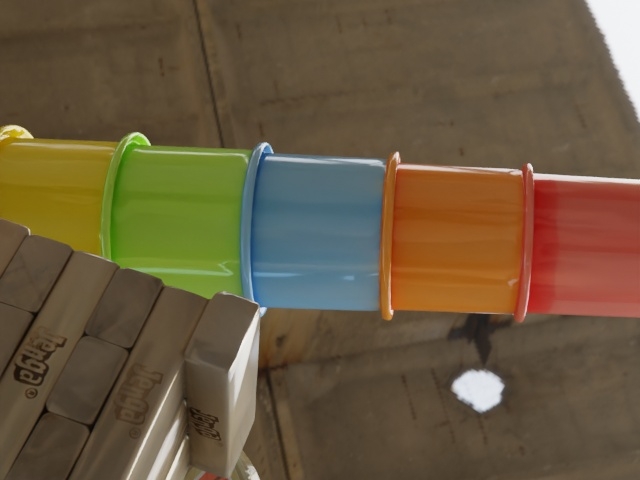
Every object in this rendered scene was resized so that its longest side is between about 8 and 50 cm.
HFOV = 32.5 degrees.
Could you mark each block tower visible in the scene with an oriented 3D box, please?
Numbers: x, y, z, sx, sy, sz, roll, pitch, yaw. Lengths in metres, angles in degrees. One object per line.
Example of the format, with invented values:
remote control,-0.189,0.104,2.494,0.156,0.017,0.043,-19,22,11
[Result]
block tower,-0.194,0.026,0.394,0.336,0.091,0.097,18,-123,7

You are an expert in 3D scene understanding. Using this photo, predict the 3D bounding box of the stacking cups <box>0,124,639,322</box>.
stacking cups,0.000,0.000,0.514,0.316,0.096,0.096,4,-125,9

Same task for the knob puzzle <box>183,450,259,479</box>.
knob puzzle,-0.051,0.181,0.493,0.030,0.213,0.213,4,-124,-17
